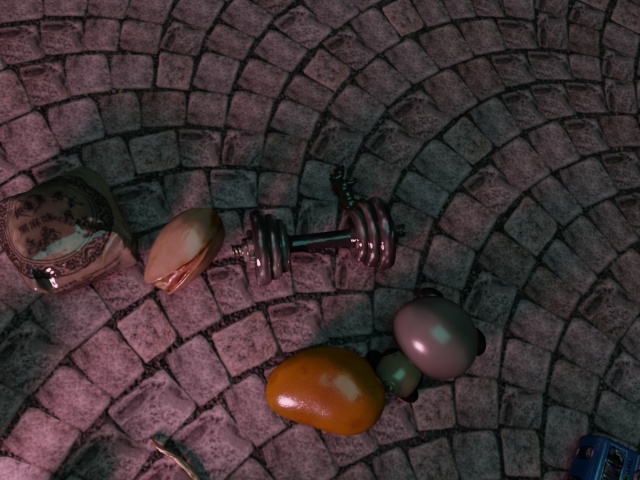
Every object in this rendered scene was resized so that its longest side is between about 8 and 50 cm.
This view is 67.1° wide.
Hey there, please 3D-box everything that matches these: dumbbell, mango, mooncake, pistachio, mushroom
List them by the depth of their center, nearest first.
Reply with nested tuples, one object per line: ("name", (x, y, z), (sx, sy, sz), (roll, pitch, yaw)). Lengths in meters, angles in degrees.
("mushroom", (-0.249, 0.505, 1.008), (0.286, 0.026, 0.028), (34, 56, 5))
("mango", (0.014, 0.315, 1.039), (0.255, 0.139, 0.175), (15, 78, 4))
("mooncake", (-0.562, -0.016, 1.067), (0.255, 0.136, 0.250), (-31, 76, -16))
("pistachio", (-0.304, 0.020, 1.088), (0.144, 0.144, 0.215), (33, 83, 3))
("dumbbell", (0.000, 0.000, 1.117), (0.407, 0.179, 0.178), (-7, 74, -9))

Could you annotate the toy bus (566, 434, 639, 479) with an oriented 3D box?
("toy bus", (0.612, 0.564, 1.058), (0.134, 0.113, 0.246), (29, 70, 6))

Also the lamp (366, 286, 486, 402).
("lamp", (0.234, 0.239, 1.084), (0.198, 0.198, 0.244), (44, 95, 7))

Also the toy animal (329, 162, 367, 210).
("toy animal", (0.063, -0.139, 1.237), (0.065, 0.047, 0.135), (-23, 83, -6))
